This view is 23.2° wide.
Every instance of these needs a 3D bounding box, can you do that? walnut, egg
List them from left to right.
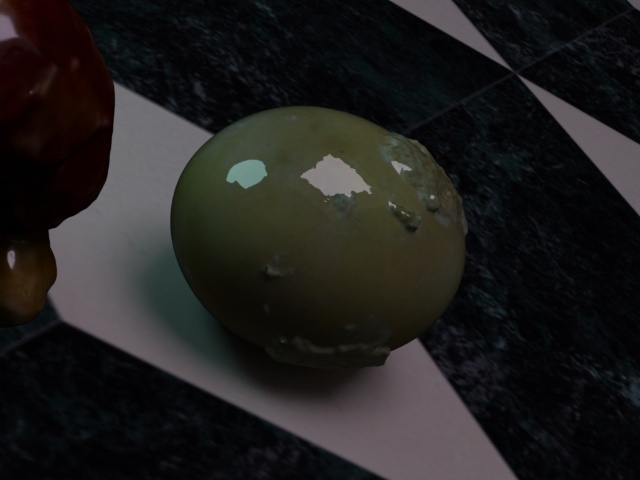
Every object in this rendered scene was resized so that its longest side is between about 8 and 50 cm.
[{"bbox_3d":[-0.239,-0.076,0.796,0.269,0.222,0.244,44,-4,32],"label":"walnut"},{"bbox_3d":[0.000,-0.003,0.973,0.202,0.164,0.164,17,33,-33],"label":"egg"}]
